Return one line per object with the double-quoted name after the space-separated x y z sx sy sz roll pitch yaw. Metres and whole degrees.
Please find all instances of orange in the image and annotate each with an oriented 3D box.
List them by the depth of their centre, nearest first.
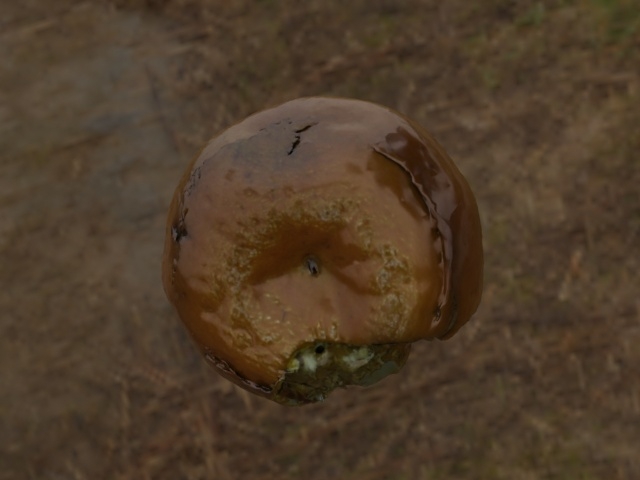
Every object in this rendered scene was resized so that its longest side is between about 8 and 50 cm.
0.000 0.000 0.483 0.086 0.086 0.062 -9 12 9 "orange"
